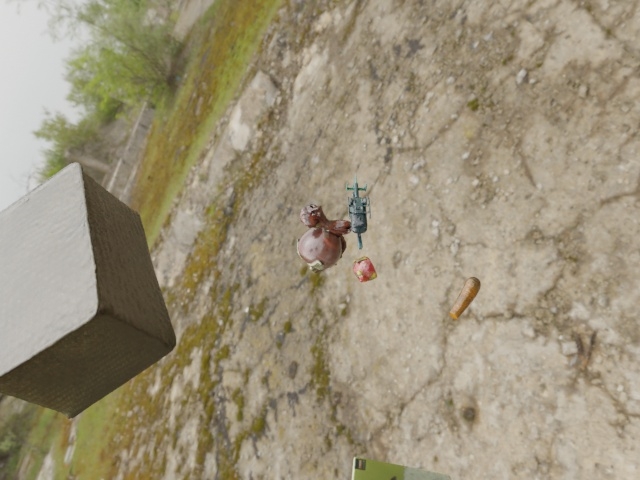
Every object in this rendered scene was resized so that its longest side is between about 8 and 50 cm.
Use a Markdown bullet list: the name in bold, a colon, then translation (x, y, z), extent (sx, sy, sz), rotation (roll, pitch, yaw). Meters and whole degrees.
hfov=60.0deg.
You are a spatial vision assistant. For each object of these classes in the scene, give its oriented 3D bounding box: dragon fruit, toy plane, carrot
- **dragon fruit**: translation (0.124, 0.082, 1.635), extent (0.056, 0.060, 0.083), rotation (-25, 37, -10)
- **toy plane**: translation (0.105, -0.094, 1.539), extent (0.096, 0.060, 0.235), rotation (85, -177, -57)
- **carrot**: translation (0.283, 0.111, 1.080), extent (0.093, 0.032, 0.032), rotation (-52, 18, -19)

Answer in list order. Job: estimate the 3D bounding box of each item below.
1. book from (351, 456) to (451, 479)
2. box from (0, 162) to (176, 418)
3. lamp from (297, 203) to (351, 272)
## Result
- **book**: translation (0.272, 0.868, 1.841), extent (0.035, 0.352, 0.239), rotation (105, 176, -46)
- **box**: translation (-0.322, 0.059, 0.721), extent (0.184, 0.143, 0.273), rotation (-33, 52, 6)
- **lamp**: translation (-0.006, -0.001, 1.897), extent (0.151, 0.215, 0.223), rotation (19, 90, 58)
